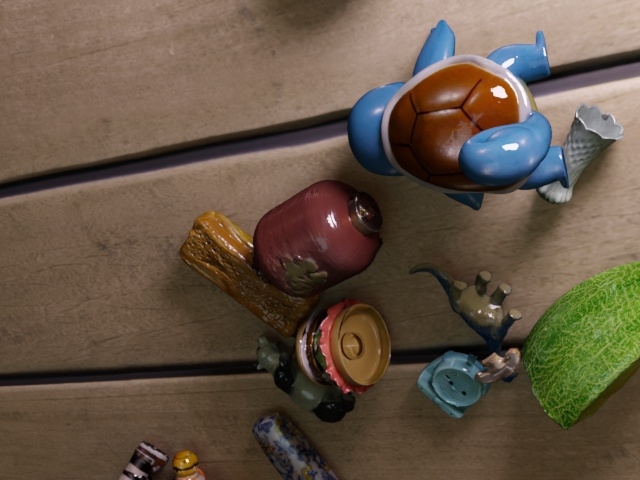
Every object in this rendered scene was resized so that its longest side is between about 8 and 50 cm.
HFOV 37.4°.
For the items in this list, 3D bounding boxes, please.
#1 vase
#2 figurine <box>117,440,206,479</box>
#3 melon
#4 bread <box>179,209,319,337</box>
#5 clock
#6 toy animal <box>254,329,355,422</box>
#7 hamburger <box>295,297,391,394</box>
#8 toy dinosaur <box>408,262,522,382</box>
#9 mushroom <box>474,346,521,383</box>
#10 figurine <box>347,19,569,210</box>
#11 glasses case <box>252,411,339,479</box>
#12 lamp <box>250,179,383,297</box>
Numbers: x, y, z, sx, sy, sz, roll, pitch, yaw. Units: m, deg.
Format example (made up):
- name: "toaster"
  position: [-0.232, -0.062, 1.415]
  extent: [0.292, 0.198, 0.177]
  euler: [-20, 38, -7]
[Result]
- name: "vase"
  position: [0.378, -0.122, 1.410]
  extent: [0.081, 0.081, 0.149]
  euler: [32, 129, 7]
- name: "figurine"
  position: [-0.308, 0.616, 2.063]
  extent: [0.323, 0.196, 0.320]
  euler: [20, 117, 27]
- name: "melon"
  position: [0.464, 0.137, 1.486]
  extent: [0.124, 0.196, 0.323]
  euler: [22, 123, -30]
- name: "bread"
  position: [-0.133, 0.064, 1.751]
  extent: [0.271, 0.077, 0.139]
  euler: [35, 129, 6]
- name: "clock"
  position: [0.250, 0.245, 1.684]
  extent: [0.108, 0.045, 0.147]
  euler: [40, 131, -2]
- name: "toy animal"
  position: [-0.032, 0.257, 1.806]
  extent: [0.225, 0.094, 0.121]
  euler: [33, 134, 4]
- name: "hamburger"
  position: [0.032, 0.191, 1.699]
  extent: [0.137, 0.175, 0.175]
  euler: [-12, 111, 43]
- name: "toy dinosaur"
  position: [0.250, 0.136, 1.620]
  extent: [0.247, 0.075, 0.188]
  euler: [25, 135, 5]
- name: "mushroom"
  position: [0.301, 0.214, 1.603]
  extent: [0.049, 0.019, 0.101]
  euler: [42, 128, -2]
- name: "figurine"
  position: [0.220, -0.154, 1.367]
  extent: [0.416, 0.243, 0.298]
  euler: [23, 138, 61]
- name: "glasses case"
  position: [-0.043, 0.456, 1.929]
  extent: [0.087, 0.065, 0.248]
  euler: [-34, 100, 37]
- name: "lamp"
  position: [0.000, 0.000, 1.599]
  extent: [0.258, 0.180, 0.180]
  euler: [-27, 103, 33]
